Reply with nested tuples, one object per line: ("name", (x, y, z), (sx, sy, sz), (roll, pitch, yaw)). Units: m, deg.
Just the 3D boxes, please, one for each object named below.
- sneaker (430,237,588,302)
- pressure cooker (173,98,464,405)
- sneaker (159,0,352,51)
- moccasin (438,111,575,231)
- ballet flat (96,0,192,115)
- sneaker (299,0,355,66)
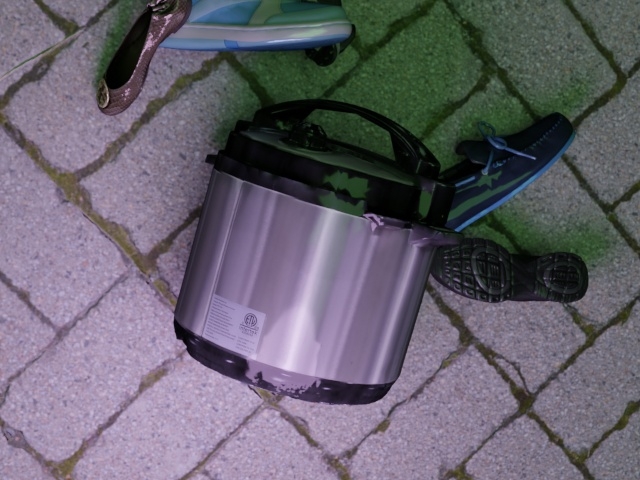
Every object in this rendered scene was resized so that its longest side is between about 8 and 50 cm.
("sneaker", (0.306, 0.064, 1.843), (0.286, 0.130, 0.109), (11, 79, -19))
("pressure cooker", (-0.002, 0.000, 1.635), (0.370, 0.375, 0.420), (13, 97, -12))
("sneaker", (-0.107, -0.388, 1.618), (0.319, 0.127, 0.208), (3, 96, 17))
("moccasin", (0.267, -0.117, 1.801), (0.342, 0.138, 0.116), (-37, 102, -6))
("ballet flat", (-0.278, -0.284, 1.623), (0.058, 0.084, 0.250), (2, 142, -47))
("sneaker", (-0.029, -0.385, 1.716), (0.234, 0.078, 0.106), (52, 48, 2))
